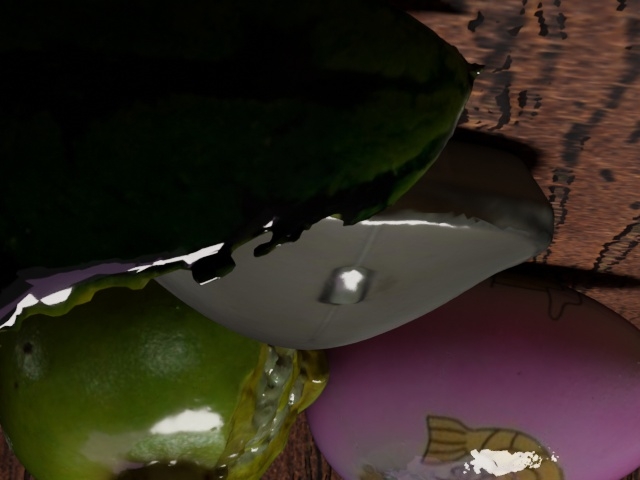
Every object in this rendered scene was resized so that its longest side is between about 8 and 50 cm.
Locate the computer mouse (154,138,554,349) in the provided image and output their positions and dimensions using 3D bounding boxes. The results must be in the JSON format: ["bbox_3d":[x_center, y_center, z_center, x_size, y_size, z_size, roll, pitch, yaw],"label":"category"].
[{"bbox_3d":[0.000,0.007,0.781,0.197,0.095,0.331,3,174,-7],"label":"computer mouse"}]

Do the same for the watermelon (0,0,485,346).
[{"bbox_3d":[-0.106,-0.035,0.475,0.301,0.123,0.129,-3,-174,24],"label":"watermelon"}]

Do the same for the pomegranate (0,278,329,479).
[{"bbox_3d":[-0.111,0.125,1.058,0.236,0.302,0.236,-4,150,-3],"label":"pomegranate"}]

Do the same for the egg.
[{"bbox_3d":[0.120,0.109,1.160,0.271,0.196,0.196,-12,169,17],"label":"egg"}]
